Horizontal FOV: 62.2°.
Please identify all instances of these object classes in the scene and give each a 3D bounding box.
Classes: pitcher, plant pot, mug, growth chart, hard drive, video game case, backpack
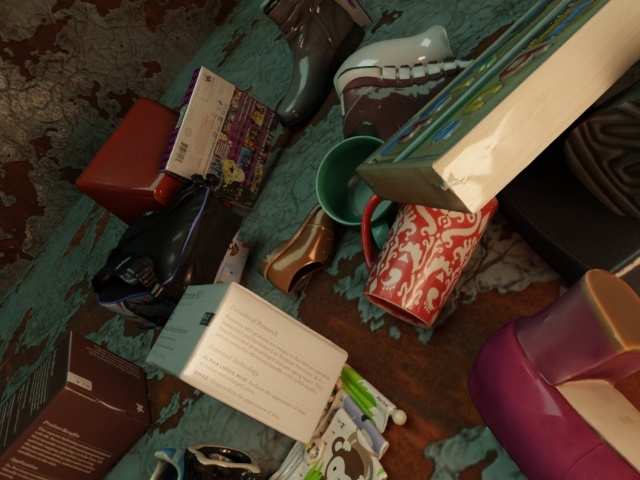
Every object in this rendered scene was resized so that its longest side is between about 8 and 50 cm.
[{"bbox_3d":[0.136,-0.311,0.965,0.207,0.126,0.178,-23,19,19],"label":"pitcher"},{"bbox_3d":[-0.334,-0.142,1.224,0.235,0.267,0.268,14,67,41],"label":"plant pot"},{"bbox_3d":[0.067,-0.063,0.782,0.129,0.097,0.158,7,83,23],"label":"mug"},{"bbox_3d":[0.120,0.010,0.657,0.150,0.113,0.169,8,67,59],"label":"mug"},{"bbox_3d":[0.006,0.264,0.603,0.237,0.021,0.172,-58,33,-9],"label":"growth chart"},{"bbox_3d":[0.289,-0.055,0.564,0.172,0.054,0.255,-40,34,13],"label":"hard drive"},{"bbox_3d":[-0.203,-0.209,1.114,0.041,0.210,0.232,0,71,51],"label":"video game case"},{"bbox_3d":[-0.280,0.047,0.991,0.263,0.213,0.277,-11,41,33],"label":"backpack"}]

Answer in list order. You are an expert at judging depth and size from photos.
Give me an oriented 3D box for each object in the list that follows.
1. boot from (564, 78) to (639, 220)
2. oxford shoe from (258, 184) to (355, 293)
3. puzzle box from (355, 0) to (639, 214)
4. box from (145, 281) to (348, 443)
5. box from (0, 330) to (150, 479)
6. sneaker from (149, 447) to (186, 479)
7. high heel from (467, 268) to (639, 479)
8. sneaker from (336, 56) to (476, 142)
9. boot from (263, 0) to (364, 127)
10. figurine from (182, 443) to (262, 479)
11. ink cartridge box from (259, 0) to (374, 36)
[{"bbox_3d":[0.428,-0.205,0.342,0.445,0.146,0.367,-41,11,-8],"label":"boot"},{"bbox_3d":[0.000,0.000,0.855,0.076,0.076,0.212,41,86,27],"label":"oxford shoe"},{"bbox_3d":[0.222,-0.188,0.520,0.409,0.052,0.272,-43,11,-2],"label":"puzzle box"},{"bbox_3d":[-0.097,0.148,0.669,0.181,0.181,0.119,-12,46,60],"label":"box"},{"bbox_3d":[-0.439,0.312,0.942,0.203,0.168,0.167,-47,32,3],"label":"box"},{"bbox_3d":[-0.232,0.392,0.695,0.085,0.086,0.237,-10,51,42],"label":"sneaker"},{"bbox_3d":[0.215,0.215,0.369,0.181,0.127,0.378,121,156,-43],"label":"high heel"},{"bbox_3d":[0.161,-0.190,0.833,0.281,0.106,0.163,3,95,24],"label":"sneaker"},{"bbox_3d":[-0.057,-0.447,1.217,0.118,0.222,0.338,5,61,50],"label":"boot"},{"bbox_3d":[-0.100,0.360,0.564,0.214,0.092,0.210,7,79,54],"label":"figurine"},{"bbox_3d":[-0.005,-0.603,1.369,0.332,0.165,0.065,9,62,52],"label":"ink cartridge box"}]
